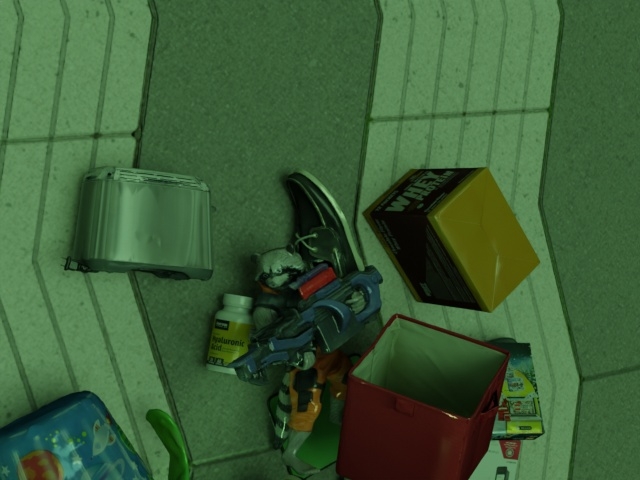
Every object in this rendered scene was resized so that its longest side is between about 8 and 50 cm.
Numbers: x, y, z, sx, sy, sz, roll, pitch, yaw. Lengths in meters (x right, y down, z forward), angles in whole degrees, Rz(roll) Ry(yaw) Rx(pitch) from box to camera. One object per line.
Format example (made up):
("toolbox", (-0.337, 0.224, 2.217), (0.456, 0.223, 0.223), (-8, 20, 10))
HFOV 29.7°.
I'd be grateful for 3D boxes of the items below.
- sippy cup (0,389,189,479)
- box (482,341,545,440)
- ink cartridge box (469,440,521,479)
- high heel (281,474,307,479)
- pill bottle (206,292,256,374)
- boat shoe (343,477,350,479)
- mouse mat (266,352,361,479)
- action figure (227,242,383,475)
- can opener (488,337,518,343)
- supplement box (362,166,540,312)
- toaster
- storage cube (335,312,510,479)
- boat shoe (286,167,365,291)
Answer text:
("sippy cup", (-0.331, 0.330, 1.608), (0.240, 0.305, 0.224), (-22, 94, 15))
("box", (0.245, 0.247, 1.987), (0.233, 0.044, 0.159), (3, 64, -17))
("ink cartridge box", (0.274, 0.407, 2.068), (0.109, 0.063, 0.150), (12, 85, -32))
("high heel", (0.002, 0.418, 1.784), (0.186, 0.261, 0.093), (30, 70, -27))
("pill bottle", (-0.130, 0.140, 1.804), (0.065, 0.065, 0.116), (12, 85, -32))
("boat shoe", (0.042, 0.427, 1.937), (0.137, 0.049, 0.043), (-67, 159, -12))
("mouse mat", (0.011, 0.283, 1.933), (0.190, 0.007, 0.152), (-24, 104, -30))
("action figure", (-0.050, 0.170, 1.774), (0.341, 0.178, 0.330), (-20, 104, -49))
("can opener", (0.241, 0.256, 2.052), (0.283, 0.076, 0.095), (-25, 73, -28))
("supplement box", (0.208, -0.005, 1.934), (0.129, 0.194, 0.191), (-42, 112, -24))
("toaster", (-0.253, -0.022, 1.688), (0.227, 0.129, 0.146), (6, 85, -30))
("storage cube", (0.151, 0.256, 1.778), (0.183, 0.215, 0.193), (-46, 149, -52))
("boat shoe", (0.000, 0.000, 1.870), (0.079, 0.084, 0.233), (-33, 111, -27))
